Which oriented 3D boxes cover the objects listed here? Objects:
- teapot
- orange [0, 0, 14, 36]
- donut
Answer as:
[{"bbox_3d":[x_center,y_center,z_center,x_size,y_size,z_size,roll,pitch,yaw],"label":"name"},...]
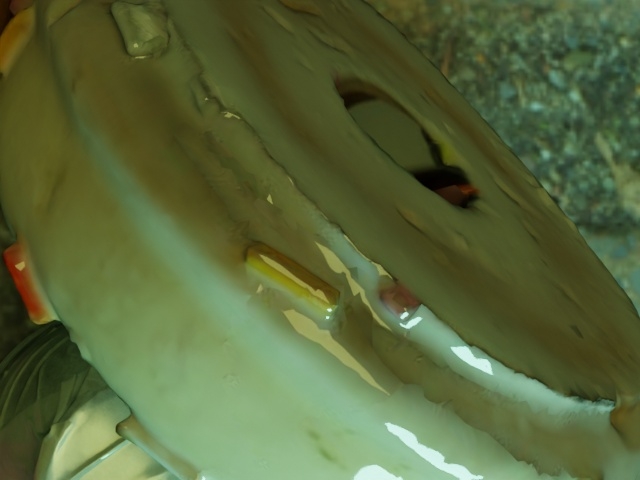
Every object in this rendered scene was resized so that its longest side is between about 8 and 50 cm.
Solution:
[{"bbox_3d":[-0.100,0.144,0.807,0.163,0.178,0.221,15,86,-13],"label":"teapot"},{"bbox_3d":[-0.262,-0.117,0.734,0.246,0.246,0.246,0,89,-15],"label":"orange"},{"bbox_3d":[0.000,0.000,0.755,0.382,0.382,0.142,42,109,-10],"label":"donut"}]
